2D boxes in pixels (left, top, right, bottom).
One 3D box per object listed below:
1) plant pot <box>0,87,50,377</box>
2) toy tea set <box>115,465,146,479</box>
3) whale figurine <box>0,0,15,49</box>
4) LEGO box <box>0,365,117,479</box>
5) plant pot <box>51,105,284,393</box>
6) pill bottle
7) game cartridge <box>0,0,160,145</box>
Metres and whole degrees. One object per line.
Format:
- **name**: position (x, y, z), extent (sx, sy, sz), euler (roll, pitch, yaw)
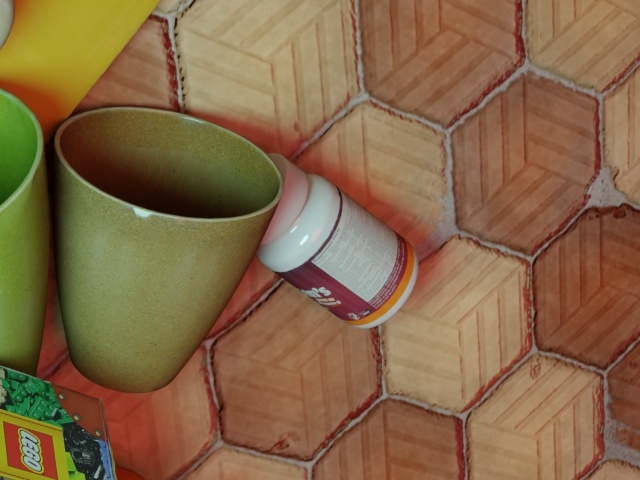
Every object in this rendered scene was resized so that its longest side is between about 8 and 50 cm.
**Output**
- **plant pot**: position (-0.375, 0.039, 1.597), extent (0.275, 0.275, 0.293), euler (-26, 133, -21)
- **toy tea set**: position (-0.203, 0.393, 1.893), extent (0.200, 0.124, 0.336), euler (15, 122, 0)
- **whale figurine**: position (-0.416, -0.195, 1.494), extent (0.272, 0.141, 0.216), euler (-32, 162, 6)
- **LEGO box**: position (-0.479, 0.317, 1.528), extent (0.372, 0.193, 0.500), euler (24, 122, -35)
- **plant pot**: position (-0.180, 0.025, 1.721), extent (0.237, 0.237, 0.254), euler (-2, 122, -30)
- **pill bottle**: position (0.000, 0.000, 1.861), extent (0.221, 0.121, 0.121), euler (36, 87, -34)
- **game cartridge**: position (-0.309, -0.294, 1.623), extent (0.285, 0.053, 0.324), euler (-52, 127, -5)
